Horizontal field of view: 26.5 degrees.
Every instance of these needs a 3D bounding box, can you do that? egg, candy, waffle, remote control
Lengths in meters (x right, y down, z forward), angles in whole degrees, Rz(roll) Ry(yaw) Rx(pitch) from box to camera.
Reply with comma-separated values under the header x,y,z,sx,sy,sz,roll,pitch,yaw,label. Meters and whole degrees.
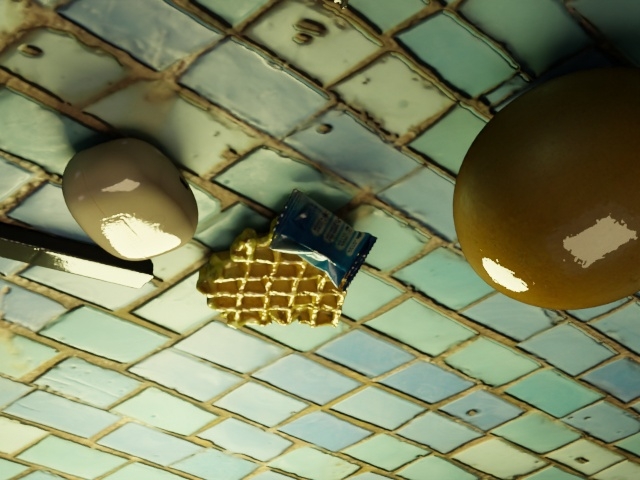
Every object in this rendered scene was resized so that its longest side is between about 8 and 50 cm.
x,y,z,sx,sy,sz,roll,pitch,yaw,label
0.329,-0.065,1.661,0.351,0.282,0.282,-27,142,23,egg
0.000,0.001,1.825,0.136,0.038,0.088,30,95,-15,candy
-0.065,0.041,1.916,0.219,0.057,0.229,-1,141,-12,waffle
-0.346,0.023,1.853,0.245,0.025,0.063,14,143,-30,remote control

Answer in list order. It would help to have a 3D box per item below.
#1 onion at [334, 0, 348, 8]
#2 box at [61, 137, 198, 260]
x,y,z,sx,sy,sz,roll,pitch,yaw,label
0.037,-0.298,1.377,0.150,0.140,0.150,7,151,4,onion
-0.238,-0.050,1.715,0.146,0.088,0.200,-17,144,13,box
